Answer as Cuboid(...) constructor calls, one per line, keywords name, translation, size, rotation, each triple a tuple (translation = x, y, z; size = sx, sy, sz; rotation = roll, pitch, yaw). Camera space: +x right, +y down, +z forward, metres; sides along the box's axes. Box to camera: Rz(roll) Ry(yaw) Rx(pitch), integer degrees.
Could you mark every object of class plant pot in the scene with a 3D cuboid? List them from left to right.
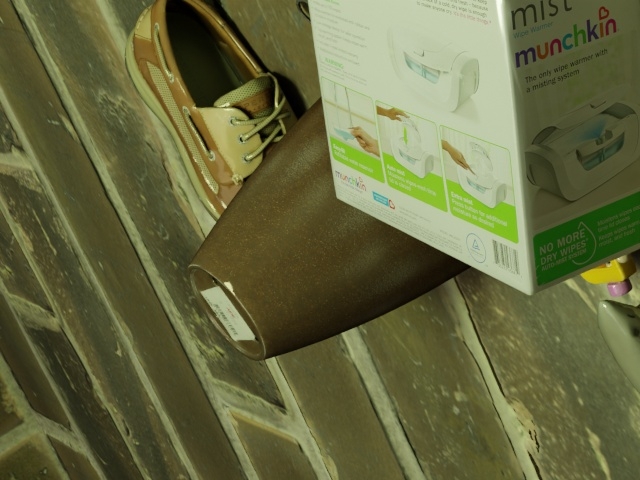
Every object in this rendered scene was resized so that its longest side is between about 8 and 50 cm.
Cuboid(name="plant pot", translation=(0.000, 0.000, 1.504), size=(0.215, 0.230, 0.215), rotation=(43, 158, 22))

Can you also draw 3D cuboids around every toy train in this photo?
Cuboid(name="toy train", translation=(0.216, -0.027, 1.322), size=(0.166, 0.046, 0.125), rotation=(28, 138, 45))

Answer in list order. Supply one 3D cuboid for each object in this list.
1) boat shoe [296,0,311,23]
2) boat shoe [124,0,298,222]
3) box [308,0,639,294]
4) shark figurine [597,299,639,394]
Cuboid(name="boat shoe", translation=(0.029, -0.182, 1.474), size=(0.125, 0.038, 0.046), rotation=(49, 154, 15))
Cuboid(name="boat shoe", translation=(-0.085, -0.115, 1.674), size=(0.324, 0.122, 0.120), rotation=(51, 152, 9))
Cuboid(name="box", translation=(0.109, -0.117, 1.233), size=(0.262, 0.126, 0.231), rotation=(28, 133, 54))
Cuboid(name="shark figurine", translation=(0.319, 0.162, 1.261), size=(0.278, 0.116, 0.166), rotation=(34, 172, 22))
